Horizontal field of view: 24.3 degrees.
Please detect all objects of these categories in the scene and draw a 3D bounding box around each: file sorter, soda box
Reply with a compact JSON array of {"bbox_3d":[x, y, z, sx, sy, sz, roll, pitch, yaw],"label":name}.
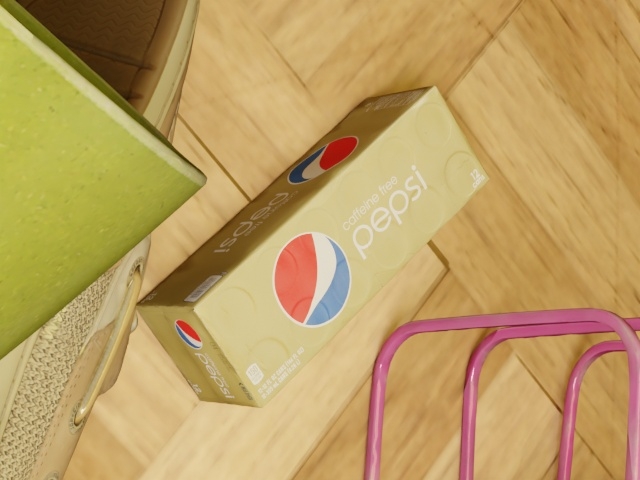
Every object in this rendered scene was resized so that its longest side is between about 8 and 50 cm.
[{"bbox_3d":[0.187,0.141,0.773,0.290,0.202,0.182,12,78,-34],"label":"file sorter"},{"bbox_3d":[0.000,0.000,0.730,0.181,0.058,0.061,-43,112,-28],"label":"soda box"}]

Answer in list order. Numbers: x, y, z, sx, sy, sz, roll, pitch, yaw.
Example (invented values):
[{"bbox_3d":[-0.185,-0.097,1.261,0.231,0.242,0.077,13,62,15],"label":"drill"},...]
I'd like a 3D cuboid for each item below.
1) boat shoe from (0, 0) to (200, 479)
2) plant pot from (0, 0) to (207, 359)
[{"bbox_3d":[-0.135,0.020,0.614,0.341,0.121,0.110,-67,156,-21],"label":"boat shoe"},{"bbox_3d":[-0.233,0.000,0.456,0.275,0.275,0.293,41,90,-27],"label":"plant pot"}]
